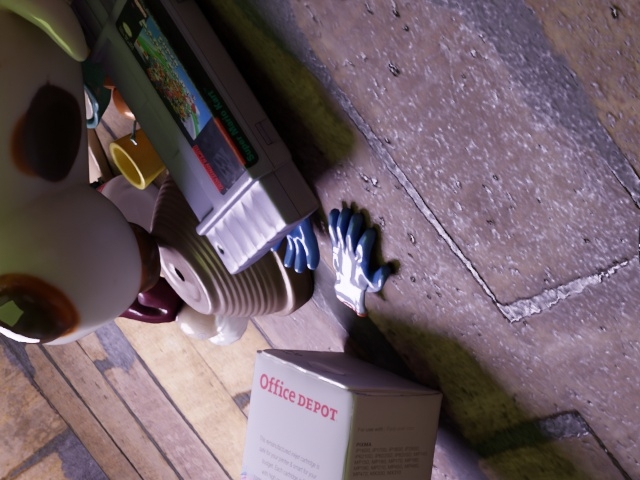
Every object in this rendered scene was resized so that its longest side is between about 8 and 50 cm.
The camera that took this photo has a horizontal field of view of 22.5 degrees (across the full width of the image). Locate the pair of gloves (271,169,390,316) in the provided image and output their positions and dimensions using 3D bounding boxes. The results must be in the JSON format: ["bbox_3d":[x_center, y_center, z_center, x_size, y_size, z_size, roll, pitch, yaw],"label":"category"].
[{"bbox_3d":[0.000,0.000,1.720,0.198,0.023,0.159,39,150,28],"label":"pair of gloves"}]

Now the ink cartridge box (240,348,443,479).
[{"bbox_3d":[0.012,0.295,1.832,0.226,0.131,0.306,17,100,57],"label":"ink cartridge box"}]

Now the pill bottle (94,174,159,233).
[{"bbox_3d":[-0.294,-0.011,2.140,0.180,0.108,0.108,-25,103,43],"label":"pill bottle"}]

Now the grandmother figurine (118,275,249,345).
[{"bbox_3d":[-0.258,0.072,2.071,0.342,0.104,0.208,12,176,-15],"label":"grandmother figurine"}]

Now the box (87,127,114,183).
[{"bbox_3d":[-0.360,-0.164,2.242,0.164,0.021,0.201,34,152,40],"label":"box"}]

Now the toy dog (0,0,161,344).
[{"bbox_3d":[-0.340,-0.081,1.830,0.395,0.284,0.408,-17,98,33],"label":"toy dog"}]

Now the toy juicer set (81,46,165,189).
[{"bbox_3d":[-0.309,-0.219,1.949,0.329,0.089,0.209,45,158,21],"label":"toy juicer set"}]

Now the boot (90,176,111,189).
[{"bbox_3d":[-0.277,-0.026,2.232,0.099,0.045,0.121,22,140,28],"label":"boot"}]

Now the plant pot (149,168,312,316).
[{"bbox_3d":[-0.126,0.010,1.907,0.237,0.109,0.237,42,157,23],"label":"plant pot"}]

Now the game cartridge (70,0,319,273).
[{"bbox_3d":[-0.144,-0.145,1.704,0.355,0.068,0.230,58,161,3],"label":"game cartridge"}]

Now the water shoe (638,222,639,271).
[{"bbox_3d":[0.278,0.032,1.149,0.073,0.080,0.203,19,116,51],"label":"water shoe"}]
